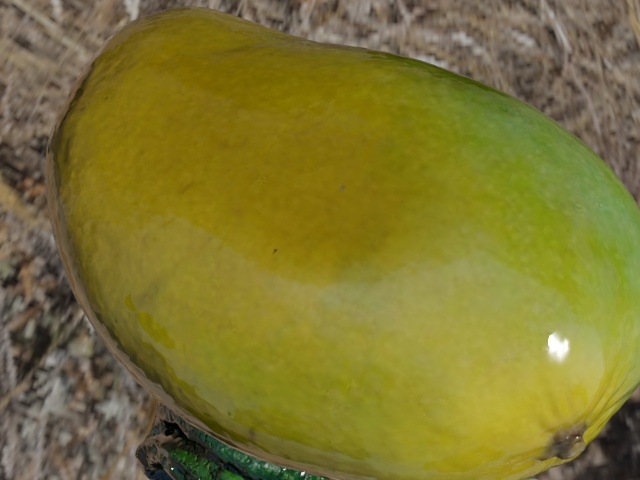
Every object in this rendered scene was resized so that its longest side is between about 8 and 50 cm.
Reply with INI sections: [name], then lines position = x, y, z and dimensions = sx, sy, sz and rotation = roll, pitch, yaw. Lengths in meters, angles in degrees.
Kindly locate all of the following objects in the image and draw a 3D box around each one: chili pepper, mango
[chili pepper]
position = -0.016, 0.144, 1.023
dimensions = 0.278, 0.122, 0.065
rotation = 10, 83, 34
[mango]
position = 0.000, 0.003, 0.477
dimensions = 0.191, 0.122, 0.085
rotation = 18, 154, 28

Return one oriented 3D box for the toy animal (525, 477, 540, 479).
[toy animal]
position = 0.262, 0.255, 1.298
dimensions = 0.357, 0.194, 0.258
rotation = -2, 143, -14
